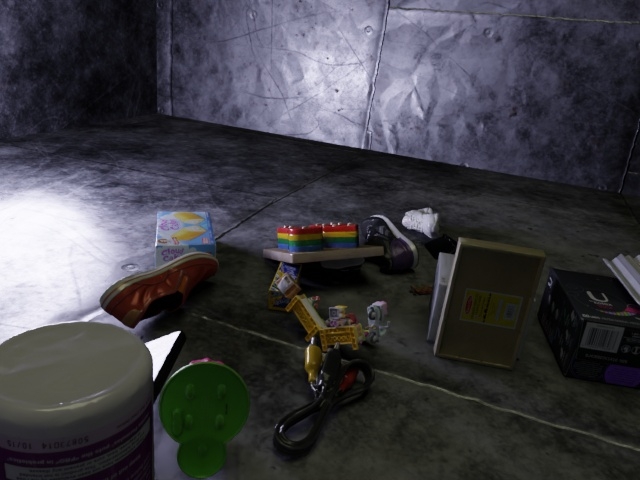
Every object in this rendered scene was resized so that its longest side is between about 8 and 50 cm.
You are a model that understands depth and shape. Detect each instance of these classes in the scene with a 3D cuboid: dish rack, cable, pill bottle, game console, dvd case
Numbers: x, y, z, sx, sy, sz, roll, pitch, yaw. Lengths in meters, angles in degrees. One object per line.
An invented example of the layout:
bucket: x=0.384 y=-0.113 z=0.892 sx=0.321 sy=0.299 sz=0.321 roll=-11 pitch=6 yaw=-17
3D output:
dish rack: x=0.808 y=0.157 z=1.232 sx=0.285 sy=0.072 sz=0.333 roll=42 pitch=23 yaw=-2
cable: x=0.009 y=0.285 z=0.956 sx=0.140 sy=0.072 sz=0.287 roll=25 pitch=36 yaw=3
pill bottle: x=-0.266 y=0.254 z=0.580 sx=0.170 sy=0.301 sz=0.169 roll=6 pitch=21 yaw=-2
game console: x=0.408 y=0.034 z=1.718 sx=0.107 sy=0.071 sz=0.122 roll=32 pitch=15 yaw=-19
dvd case: x=-0.348 y=0.231 z=0.848 sx=0.253 sy=0.022 sz=0.180 roll=-20 pitch=18 yaw=9

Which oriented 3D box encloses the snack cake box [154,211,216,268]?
snack cake box: x=-0.375 y=0.002 z=1.482 sx=0.152 sy=0.089 sz=0.264 roll=0 pitch=22 yaw=-16

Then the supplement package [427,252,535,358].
supplement package: x=0.362 y=0.143 z=1.240 sx=0.203 sy=0.149 sz=0.194 roll=10 pitch=22 yaw=10

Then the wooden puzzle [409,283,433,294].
wooden puzzle: x=0.274 y=0.131 z=1.442 sx=0.083 sy=0.006 sz=0.049 roll=-2 pitch=23 yaw=-20

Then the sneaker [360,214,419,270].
sneaker: x=0.170 y=0.001 z=1.619 sx=0.124 sy=0.107 sz=0.283 roll=-10 pitch=26 yaw=-22

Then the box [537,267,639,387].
box: x=0.615 y=0.185 z=1.212 sx=0.166 sy=0.143 sz=0.270 roll=9 pitch=21 yaw=6

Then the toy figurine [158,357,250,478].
toy figurine: x=-0.182 y=0.257 z=0.852 sx=0.130 sy=0.173 sz=0.159 roll=2 pitch=2 yaw=-11

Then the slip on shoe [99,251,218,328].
slip on shoe: x=-0.340 y=0.111 z=1.215 sx=0.101 sy=0.123 sz=0.331 roll=46 pitch=27 yaw=9

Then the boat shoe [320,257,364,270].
boat shoe: x=0.061 y=0.066 z=1.508 sx=0.125 sy=0.038 sz=0.046 roll=-9 pitch=53 yaw=-15

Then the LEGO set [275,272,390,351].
LEGO set: x=0.030 y=0.159 z=1.163 sx=0.287 sy=0.132 sz=0.107 roll=16 pitch=14 yaw=39

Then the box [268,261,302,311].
box: x=-0.085 y=0.111 z=1.330 sx=0.059 sy=0.054 sz=0.169 roll=7 pitch=22 yaw=3

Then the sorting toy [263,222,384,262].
sorting toy: x=0.000 y=0.000 z=1.472 sx=0.257 sy=0.089 sz=0.255 roll=-4 pitch=4 yaw=-23

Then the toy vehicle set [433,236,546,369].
toy vehicle set: x=0.341 y=0.133 z=1.103 sx=0.166 sy=0.266 sz=0.035 roll=10 pitch=22 yaw=7

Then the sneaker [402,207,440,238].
sneaker: x=0.343 y=-0.056 z=1.847 sx=0.116 sy=0.090 sz=0.232 roll=-2 pitch=11 yaw=-1
